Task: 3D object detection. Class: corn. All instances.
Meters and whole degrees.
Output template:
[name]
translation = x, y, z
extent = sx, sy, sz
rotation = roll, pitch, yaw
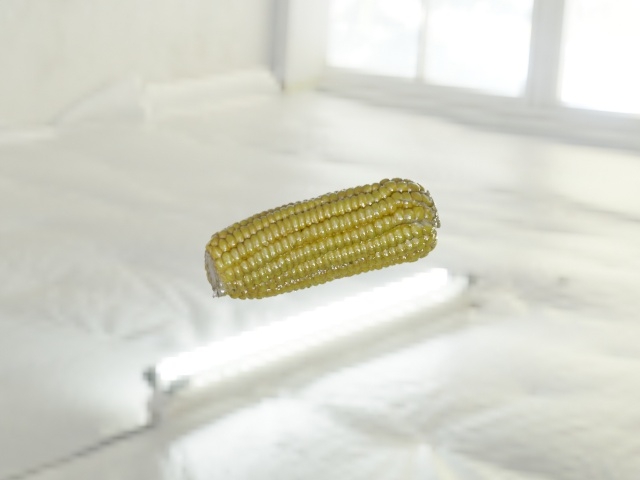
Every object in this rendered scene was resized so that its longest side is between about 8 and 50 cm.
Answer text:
[corn]
translation = 0.000, 0.000, 0.734
extent = 0.092, 0.037, 0.037
rotation = -16, -163, -6
